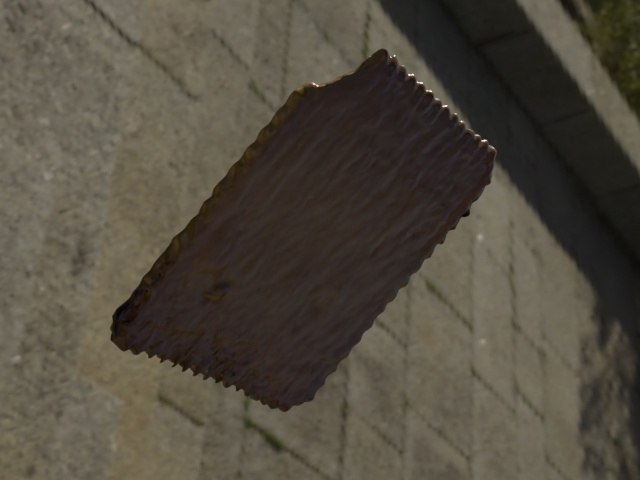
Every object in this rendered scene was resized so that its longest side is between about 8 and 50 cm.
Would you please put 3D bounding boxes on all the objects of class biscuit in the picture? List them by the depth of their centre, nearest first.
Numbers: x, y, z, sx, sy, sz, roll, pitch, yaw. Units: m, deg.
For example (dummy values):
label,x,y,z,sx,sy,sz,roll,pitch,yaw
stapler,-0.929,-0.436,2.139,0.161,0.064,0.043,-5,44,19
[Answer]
label,x,y,z,sx,sy,sz,roll,pitch,yaw
biscuit,0.000,0.000,0.870,0.013,0.237,0.232,42,6,35
